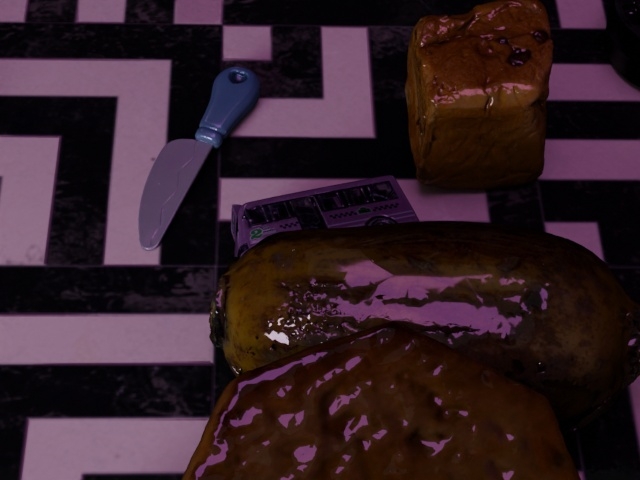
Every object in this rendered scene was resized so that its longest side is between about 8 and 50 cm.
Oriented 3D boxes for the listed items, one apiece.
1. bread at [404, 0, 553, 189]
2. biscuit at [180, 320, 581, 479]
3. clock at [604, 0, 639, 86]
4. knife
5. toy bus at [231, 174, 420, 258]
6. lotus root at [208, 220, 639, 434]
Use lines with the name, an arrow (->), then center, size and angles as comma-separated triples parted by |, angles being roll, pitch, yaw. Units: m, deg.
bread -> 0.163, -0.146, 1.304 | 0.143, 0.158, 0.149 | -4, 56, 0
biscuit -> 0.049, 0.240, 0.960 | 0.359, 0.046, 0.359 | 3, 80, -16
clock -> 0.472, -0.181, 1.370 | 0.276, 0.120, 0.379 | -16, 56, -8
knife -> -0.136, -0.090, 1.330 | 0.058, 0.032, 0.244 | 25, 61, 12
toy bus -> 0.000, 0.000, 1.233 | 0.178, 0.087, 0.098 | -12, 54, -15
lotus root -> 0.103, 0.076, 1.114 | 0.397, 0.196, 0.179 | 4, 65, 0
